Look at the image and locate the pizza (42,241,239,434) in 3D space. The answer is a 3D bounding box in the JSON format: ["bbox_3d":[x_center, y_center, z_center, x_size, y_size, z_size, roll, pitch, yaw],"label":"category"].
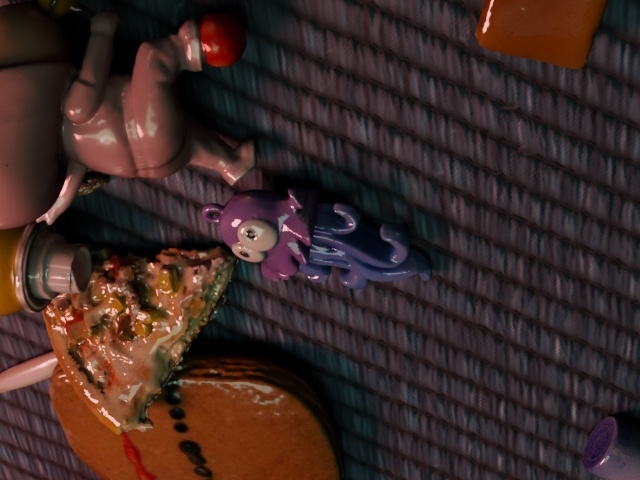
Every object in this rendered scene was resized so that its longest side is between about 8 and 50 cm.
[{"bbox_3d":[-0.157,0.064,1.222,0.195,0.052,0.185,-32,81,14],"label":"pizza"}]

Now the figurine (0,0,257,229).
[{"bbox_3d":[-0.196,-0.107,1.088,0.287,0.176,0.186,-6,85,0],"label":"figurine"}]

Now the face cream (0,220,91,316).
[{"bbox_3d":[-0.372,0.007,1.220,0.348,0.105,0.105,7,129,12],"label":"face cream"}]

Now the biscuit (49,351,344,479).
[{"bbox_3d":[-0.117,0.211,1.337,0.277,0.052,0.262,3,133,9],"label":"biscuit"}]

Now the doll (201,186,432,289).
[{"bbox_3d":[0.000,0.000,1.155,0.205,0.067,0.110,13,139,-9],"label":"doll"}]

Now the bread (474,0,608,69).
[{"bbox_3d":[0.172,-0.228,0.940,0.088,0.049,0.226,16,129,2],"label":"bread"}]

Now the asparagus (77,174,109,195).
[{"bbox_3d":[-0.298,-0.052,1.217,0.232,0.022,0.023,3,86,12],"label":"asparagus"}]

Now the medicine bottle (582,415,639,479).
[{"bbox_3d":[0.350,0.235,1.248,0.231,0.059,0.059,28,129,-8],"label":"medicine bottle"}]

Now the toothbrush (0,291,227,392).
[{"bbox_3d":[-0.213,0.103,1.309,0.307,0.030,0.025,-22,123,28],"label":"toothbrush"}]
